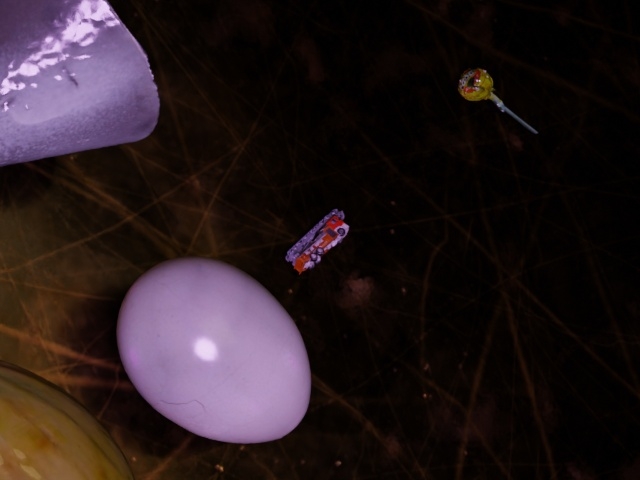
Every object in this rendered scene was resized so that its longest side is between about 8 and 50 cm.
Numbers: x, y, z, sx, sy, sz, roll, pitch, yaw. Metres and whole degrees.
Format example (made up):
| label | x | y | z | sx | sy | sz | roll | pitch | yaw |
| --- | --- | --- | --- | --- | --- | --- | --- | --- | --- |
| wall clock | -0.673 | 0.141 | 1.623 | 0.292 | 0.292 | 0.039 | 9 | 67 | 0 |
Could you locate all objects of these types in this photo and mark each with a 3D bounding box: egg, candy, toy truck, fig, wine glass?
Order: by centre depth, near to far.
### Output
| label | x | y | z | sx | sy | sz | roll | pitch | yaw |
| --- | --- | --- | --- | --- | --- | --- | --- | --- | --- |
| fig | -0.273 | 0.210 | 1.423 | 0.239 | 0.239 | 0.271 | -34 | 108 | -33 |
| wine glass | -0.348 | -0.050 | 1.446 | 0.267 | 0.267 | 0.406 | 45 | 63 | -15 |
| egg | -0.095 | 0.106 | 1.618 | 0.209 | 0.151 | 0.151 | 45 | 59 | -21 |
| toy truck | 0.000 | 0.000 | 1.778 | 0.032 | 0.024 | 0.083 | 39 | 60 | 16 |
| candy | 0.200 | -0.150 | 1.941 | 0.123 | 0.035 | 0.035 | 36 | 50 | -31 |
